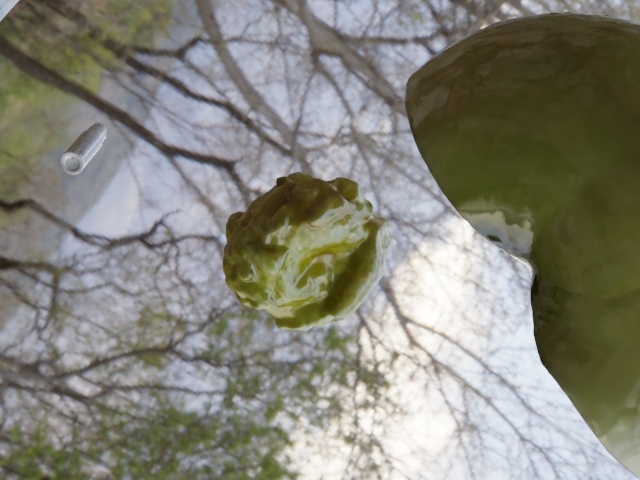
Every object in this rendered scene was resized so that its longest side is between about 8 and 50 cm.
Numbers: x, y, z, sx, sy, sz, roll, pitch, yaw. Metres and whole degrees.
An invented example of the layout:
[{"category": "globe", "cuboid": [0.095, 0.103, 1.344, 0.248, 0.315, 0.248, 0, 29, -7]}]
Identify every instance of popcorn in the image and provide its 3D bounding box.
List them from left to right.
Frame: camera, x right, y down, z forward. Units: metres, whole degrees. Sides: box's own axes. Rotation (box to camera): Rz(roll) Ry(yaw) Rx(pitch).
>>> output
[{"category": "popcorn", "cuboid": [-0.015, 0.007, 1.145, 0.197, 0.197, 0.155, -51, -156, 20]}]

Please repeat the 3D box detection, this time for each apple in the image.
[{"category": "apple", "cuboid": [0.229, -0.009, 0.786, 0.311, 0.360, 0.320, 15, -77, 29]}]

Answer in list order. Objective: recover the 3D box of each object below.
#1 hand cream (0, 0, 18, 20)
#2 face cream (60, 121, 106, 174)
[{"category": "hand cream", "cuboid": [-0.260, -0.206, 0.803, 0.052, 0.038, 0.216, -44, -162, 46]}, {"category": "face cream", "cuboid": [-0.327, -0.133, 1.392, 0.034, 0.034, 0.130, -48, -166, 26]}]
